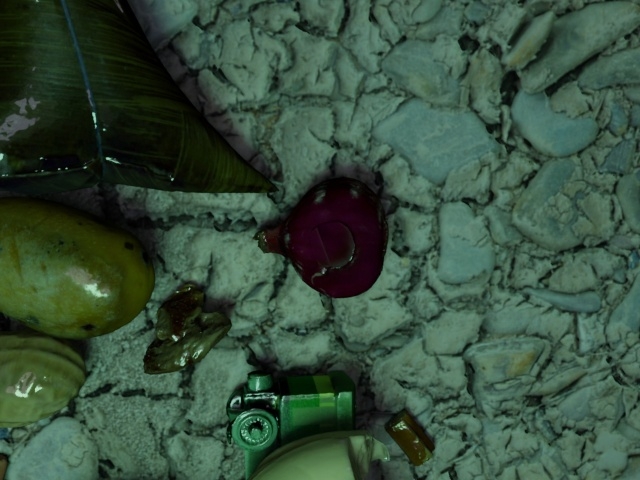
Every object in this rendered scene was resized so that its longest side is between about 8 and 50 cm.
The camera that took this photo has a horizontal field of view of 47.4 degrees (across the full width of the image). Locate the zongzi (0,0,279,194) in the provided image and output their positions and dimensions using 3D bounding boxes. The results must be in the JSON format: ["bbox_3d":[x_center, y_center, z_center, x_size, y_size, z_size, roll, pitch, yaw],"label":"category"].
[{"bbox_3d":[-0.254,-0.255,0.978,0.431,0.207,0.404,2,88,-23],"label":"zongzi"}]

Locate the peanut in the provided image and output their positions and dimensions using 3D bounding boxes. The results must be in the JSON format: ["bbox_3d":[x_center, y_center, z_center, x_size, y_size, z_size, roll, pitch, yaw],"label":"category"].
[{"bbox_3d":[-0.495,0.213,1.051,0.324,0.140,0.153,-17,142,8],"label":"peanut"}]

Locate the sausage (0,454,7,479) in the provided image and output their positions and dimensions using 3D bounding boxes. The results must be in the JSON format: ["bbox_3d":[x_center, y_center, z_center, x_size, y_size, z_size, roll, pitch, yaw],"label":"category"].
[{"bbox_3d":[-0.509,0.370,1.126,0.034,0.034,0.083,20,99,-6],"label":"sausage"}]

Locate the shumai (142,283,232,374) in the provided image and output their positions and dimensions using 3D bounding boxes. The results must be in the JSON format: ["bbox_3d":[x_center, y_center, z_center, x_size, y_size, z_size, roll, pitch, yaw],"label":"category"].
[{"bbox_3d":[-0.207,0.141,1.061,0.105,0.123,0.139,39,110,3],"label":"shumai"}]

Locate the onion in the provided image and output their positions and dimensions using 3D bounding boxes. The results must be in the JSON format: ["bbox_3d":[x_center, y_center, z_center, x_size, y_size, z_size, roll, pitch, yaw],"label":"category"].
[{"bbox_3d":[0.000,0.002,1.034,0.198,0.135,0.173,-7,97,1],"label":"onion"}]

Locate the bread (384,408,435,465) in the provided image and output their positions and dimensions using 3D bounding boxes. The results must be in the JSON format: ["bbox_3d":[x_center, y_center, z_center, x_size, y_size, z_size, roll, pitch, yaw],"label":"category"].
[{"bbox_3d":[0.141,0.311,1.143,0.047,0.036,0.083,-38,97,7],"label":"bread"}]

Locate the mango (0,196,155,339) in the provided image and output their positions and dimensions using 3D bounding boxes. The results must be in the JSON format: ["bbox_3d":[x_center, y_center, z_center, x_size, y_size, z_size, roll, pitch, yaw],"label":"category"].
[{"bbox_3d":[-0.391,0.029,1.017,0.329,0.176,0.177,21,76,12],"label":"mango"}]

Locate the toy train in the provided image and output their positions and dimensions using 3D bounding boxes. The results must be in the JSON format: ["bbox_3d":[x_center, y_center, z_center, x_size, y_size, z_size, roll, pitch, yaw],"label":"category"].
[{"bbox_3d":[-0.042,0.336,1.100,0.202,0.120,0.301,-2,100,-6],"label":"toy train"}]

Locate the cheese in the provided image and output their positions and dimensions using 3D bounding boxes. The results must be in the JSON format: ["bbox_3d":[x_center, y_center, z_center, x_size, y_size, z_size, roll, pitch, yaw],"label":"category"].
[{"bbox_3d":[0.009,0.396,0.994,0.233,0.127,0.266,-16,103,-8],"label":"cheese"}]
